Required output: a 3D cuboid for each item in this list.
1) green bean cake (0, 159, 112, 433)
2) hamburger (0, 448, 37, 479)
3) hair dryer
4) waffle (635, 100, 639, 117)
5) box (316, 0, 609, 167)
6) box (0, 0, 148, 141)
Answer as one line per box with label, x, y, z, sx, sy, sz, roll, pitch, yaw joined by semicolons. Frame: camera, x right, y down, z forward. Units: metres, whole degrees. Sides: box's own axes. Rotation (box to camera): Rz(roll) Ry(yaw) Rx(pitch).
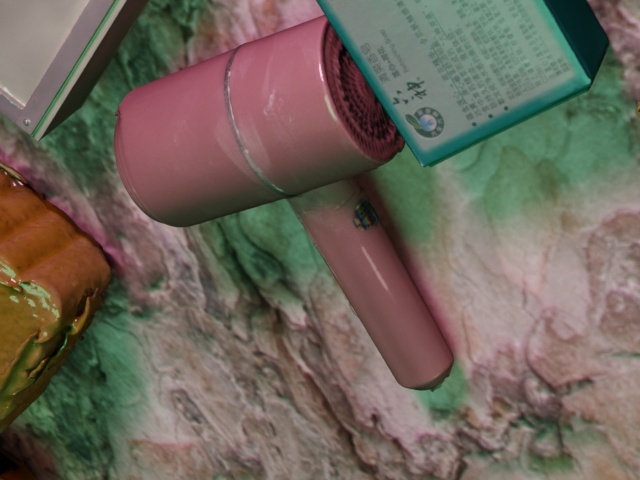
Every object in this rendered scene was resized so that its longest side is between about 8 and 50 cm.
green bean cake;-0.326;0.046;1.246;0.230;0.131;0.224;38;122;3
hamburger;-0.382;0.253;1.368;0.210;0.173;0.116;31;86;2
hair dryer;0.000;0.000;1.109;0.210;0.125;0.352;-16;117;29
waffle;0.345;-0.080;0.956;0.214;0.054;0.208;45;120;-13
box;0.081;-0.196;0.976;0.153;0.092;0.245;-25;107;30
box;-0.213;-0.209;1.089;0.129;0.086;0.225;38;123;-2
